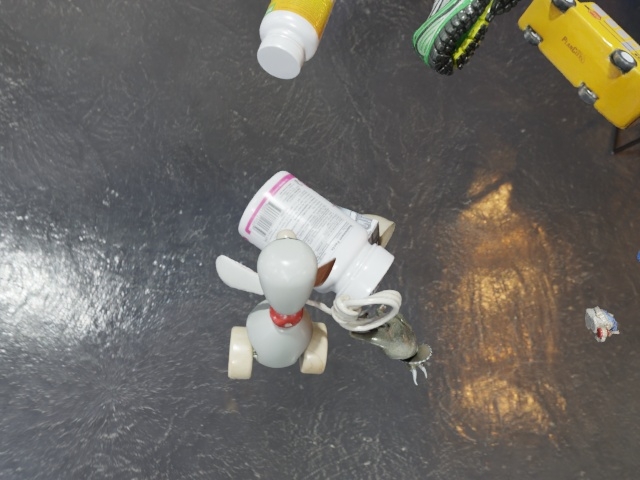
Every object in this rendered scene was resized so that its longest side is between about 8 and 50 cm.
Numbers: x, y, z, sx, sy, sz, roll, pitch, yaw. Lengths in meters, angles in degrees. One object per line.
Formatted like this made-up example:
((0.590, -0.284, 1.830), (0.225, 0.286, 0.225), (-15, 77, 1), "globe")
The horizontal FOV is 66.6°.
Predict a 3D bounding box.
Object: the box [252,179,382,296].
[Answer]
((0.000, 0.000, 1.197), (0.308, 0.242, 0.076), (23, 61, 23), "box")

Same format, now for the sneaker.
((0.326, -0.538, 1.055), (0.134, 0.343, 0.146), (26, 20, -48), "sneaker")

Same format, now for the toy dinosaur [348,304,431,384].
((0.188, 0.245, 1.227), (0.121, 0.313, 0.160), (-46, 52, 6), "toy dinosaur")

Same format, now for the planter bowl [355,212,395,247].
((0.116, -0.008, 1.346), (0.109, 0.162, 0.162), (33, 61, 16), "planter bowl")

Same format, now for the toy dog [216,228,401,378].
((-0.052, 0.083, 0.721), (0.220, 0.333, 0.160), (13, 50, -26), "toy dog")

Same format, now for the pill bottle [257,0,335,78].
((-0.058, -0.499, 1.118), (0.136, 0.136, 0.245), (24, 68, -15), "pill bottle")

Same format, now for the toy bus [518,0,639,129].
((0.578, -0.394, 1.028), (0.130, 0.108, 0.332), (-22, 70, -31), "toy bus")

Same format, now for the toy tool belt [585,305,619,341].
((0.549, 0.160, 0.937), (0.051, 0.083, 0.052), (-3, 108, 9), "toy tool belt")

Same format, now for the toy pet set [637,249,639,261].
((0.663, 0.045, 0.934), (0.122, 0.065, 0.114), (39, 27, -24), "toy pet set")

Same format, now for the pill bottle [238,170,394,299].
((-0.007, 0.004, 0.972), (0.283, 0.160, 0.160), (37, 63, 4), "pill bottle")
